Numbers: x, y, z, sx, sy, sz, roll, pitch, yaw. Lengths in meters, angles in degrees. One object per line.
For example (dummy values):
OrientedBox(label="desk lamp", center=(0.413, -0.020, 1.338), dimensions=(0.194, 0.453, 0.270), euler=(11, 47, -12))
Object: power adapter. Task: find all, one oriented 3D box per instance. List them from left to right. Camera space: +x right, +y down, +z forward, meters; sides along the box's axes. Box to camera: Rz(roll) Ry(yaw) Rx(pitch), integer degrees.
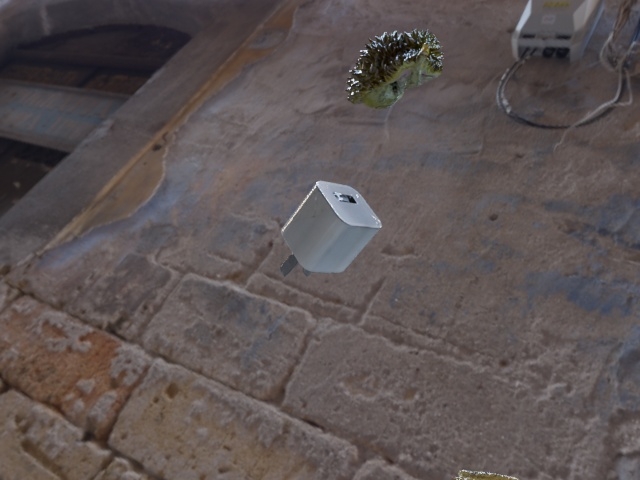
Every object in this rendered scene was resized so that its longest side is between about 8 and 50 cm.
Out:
OrientedBox(label="power adapter", center=(0.000, 0.000, 1.144), dimensions=(0.205, 0.130, 0.125), euler=(-50, -123, 27))

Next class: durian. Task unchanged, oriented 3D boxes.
OrientedBox(label="durian", center=(0.103, -0.249, 0.815), dimensions=(0.102, 0.146, 0.208), euler=(66, -9, -8))

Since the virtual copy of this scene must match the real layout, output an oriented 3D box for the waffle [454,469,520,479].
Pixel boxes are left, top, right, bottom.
OrientedBox(label="waffle", center=(0.266, 0.391, 0.838), dimensions=(0.102, 0.042, 0.148), euler=(-10, -52, 43))
